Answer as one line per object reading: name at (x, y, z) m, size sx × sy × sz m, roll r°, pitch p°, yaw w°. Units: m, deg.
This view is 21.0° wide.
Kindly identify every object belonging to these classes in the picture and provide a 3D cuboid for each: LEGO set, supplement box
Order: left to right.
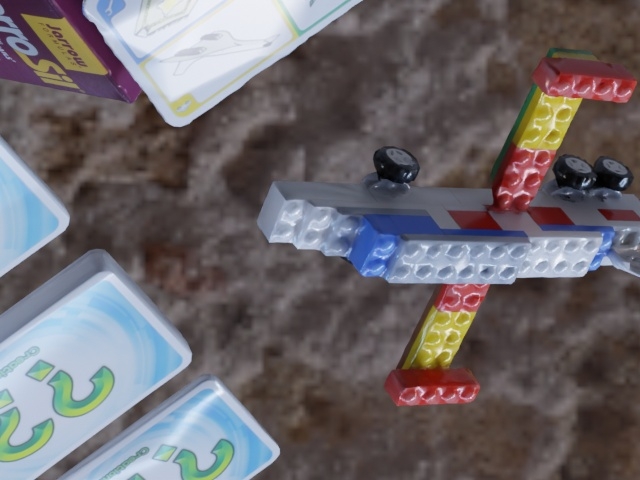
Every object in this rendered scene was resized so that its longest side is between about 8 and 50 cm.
supplement box at (-0.082, -0.070, 0.431) m, size 0.083 × 0.043 × 0.055 m, roll 12°, pitch 157°, yaw 28°
LEGO set at (0.000, 0.000, 0.434) m, size 0.244 × 0.060 × 0.182 m, roll -36°, pitch 138°, yaw -1°
